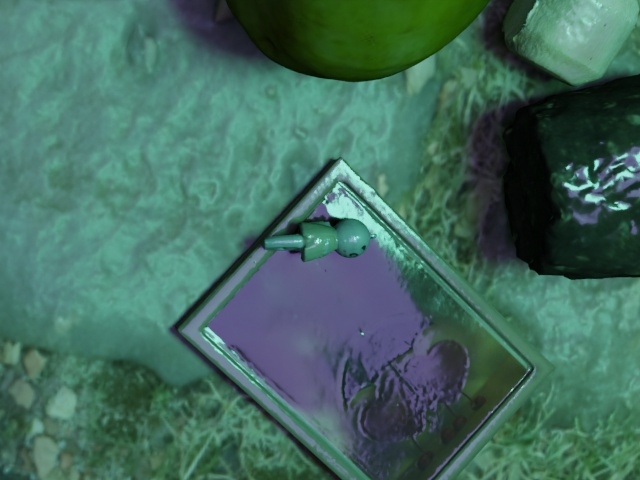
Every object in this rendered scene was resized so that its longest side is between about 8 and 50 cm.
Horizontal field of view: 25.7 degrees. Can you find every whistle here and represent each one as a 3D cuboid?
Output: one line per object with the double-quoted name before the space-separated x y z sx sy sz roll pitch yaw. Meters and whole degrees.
"whistle" 0.000 0.000 1.212 0.100 0.035 0.035 -4 99 -11

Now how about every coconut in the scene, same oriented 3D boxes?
"coconut" 0.220 -0.203 1.221 0.110 0.110 0.124 26 98 -16

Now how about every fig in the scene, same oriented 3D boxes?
"fig" 0.051 -0.251 1.112 0.271 0.239 0.239 -16 101 -23

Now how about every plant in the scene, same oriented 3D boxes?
"plant" 0.327 -0.063 1.237 0.320 0.194 0.182 -5 111 -9

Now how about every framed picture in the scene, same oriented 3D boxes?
"framed picture" 0.045 0.097 1.264 0.289 0.020 0.211 44 86 -15
